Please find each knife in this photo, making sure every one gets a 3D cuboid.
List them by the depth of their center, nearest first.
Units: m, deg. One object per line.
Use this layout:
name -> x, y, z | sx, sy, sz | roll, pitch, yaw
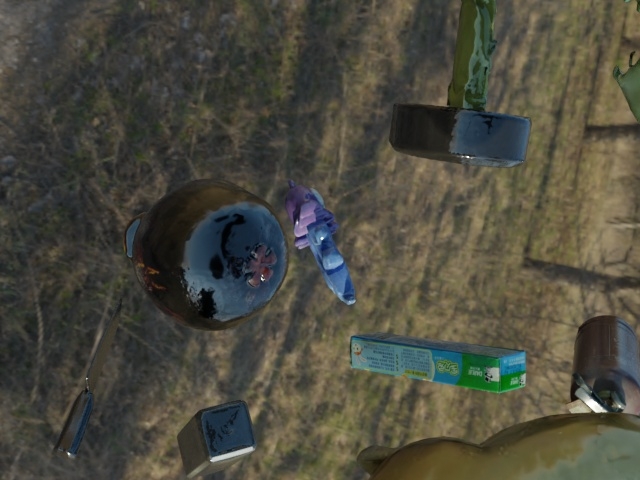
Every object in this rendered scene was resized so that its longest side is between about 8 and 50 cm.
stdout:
knife -> -0.289, 0.165, 0.972 | 0.060, 0.028, 0.230 | 107, -4, -51

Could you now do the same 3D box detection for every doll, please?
doll -> 0.000, 0.000, 1.034 | 0.067, 0.205, 0.110 | -23, 159, -9

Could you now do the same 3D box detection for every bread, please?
bread -> 0.207, 0.312, 0.648 | 0.376, 0.348, 0.252 | 81, 8, -63

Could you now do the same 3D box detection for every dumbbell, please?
dumbbell -> 0.215, -0.275, 1.080 | 0.204, 0.204, 0.322 | -15, 114, -63

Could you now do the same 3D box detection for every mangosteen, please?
mangosteen -> -0.208, 0.018, 1.309 | 0.275, 0.302, 0.274 | -19, 116, -45

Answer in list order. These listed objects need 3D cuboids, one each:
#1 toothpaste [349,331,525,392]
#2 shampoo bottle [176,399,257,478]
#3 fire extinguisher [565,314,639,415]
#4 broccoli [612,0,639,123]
toothpaste -> 0.155, 0.167, 1.069 | 0.065, 0.267, 0.050 | 1, 90, -43
shampoo bottle -> -0.168, 0.315, 1.181 | 0.246, 0.080, 0.079 | 128, -50, -61
fire extinguisher -> 0.397, 0.189, 1.069 | 0.269, 0.105, 0.104 | -35, 133, -64
broccoli -> 0.430, -0.213, 0.735 | 0.293, 0.281, 0.347 | -19, 78, -48
